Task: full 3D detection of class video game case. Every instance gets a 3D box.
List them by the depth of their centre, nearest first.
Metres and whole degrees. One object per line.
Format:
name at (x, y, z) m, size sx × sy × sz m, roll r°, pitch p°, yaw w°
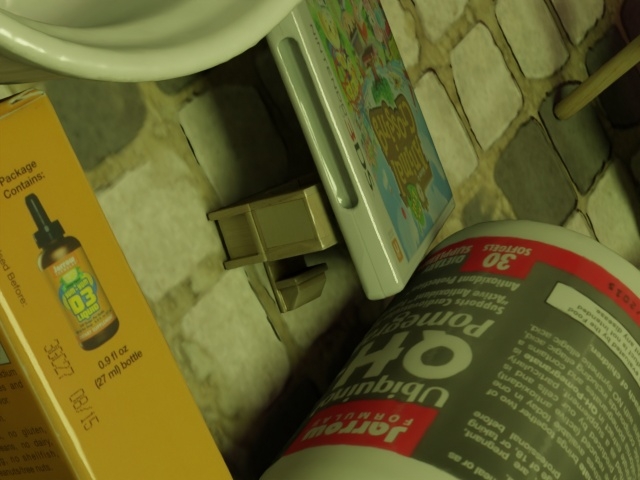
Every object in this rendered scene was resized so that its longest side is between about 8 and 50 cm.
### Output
video game case at (0.021, -0.083, 0.973) m, size 0.212 × 0.023 × 0.193 m, roll -48°, pitch 118°, yaw -72°

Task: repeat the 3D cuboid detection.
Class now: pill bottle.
pill bottle at (0.064, 0.141, 0.892) m, size 0.176 × 0.176 × 0.318 m, roll 60°, pitch 41°, yaw -19°

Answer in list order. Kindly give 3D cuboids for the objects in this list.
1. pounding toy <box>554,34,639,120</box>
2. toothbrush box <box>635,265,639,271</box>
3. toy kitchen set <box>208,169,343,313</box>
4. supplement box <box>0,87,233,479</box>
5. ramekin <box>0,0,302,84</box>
pounding toy at (0.270, -0.112, 1.254) m, size 0.154 × 0.154 × 0.269 m, roll -56°, pitch 153°, yaw -31°
toothbrush box at (0.337, 0.144, 1.202) m, size 0.283 × 0.206 × 0.122 m, roll 59°, pitch 42°, yaw -21°
toy kitchen set at (0.000, 0.000, 0.939) m, size 0.083 × 0.075 × 0.068 m, roll -26°, pitch 100°, yaw -47°
supplement box at (-0.120, 0.055, 0.771) m, size 0.078 × 0.080 × 0.233 m, roll -36°, pitch 109°, yaw -43°
ramekin at (-0.127, -0.194, 0.715) m, size 0.277 × 0.135 × 0.277 m, roll 5°, pitch 82°, yaw -42°
